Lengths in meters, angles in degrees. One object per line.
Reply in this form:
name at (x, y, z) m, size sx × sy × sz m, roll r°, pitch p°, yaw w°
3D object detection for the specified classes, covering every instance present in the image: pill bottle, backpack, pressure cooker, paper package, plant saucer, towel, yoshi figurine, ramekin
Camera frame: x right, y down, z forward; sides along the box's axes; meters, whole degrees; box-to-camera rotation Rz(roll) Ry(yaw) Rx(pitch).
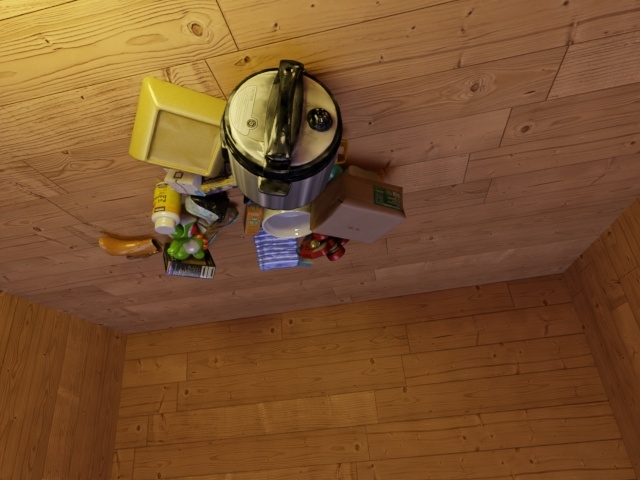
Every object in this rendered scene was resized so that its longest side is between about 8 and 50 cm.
pill bottle at (-0.667, -0.140, 1.788) m, size 0.117 × 0.215 × 0.117 m, roll -5°, pitch 154°, yaw -2°
backpack at (-0.516, -0.164, 1.859) m, size 0.181 × 0.152 × 0.115 m, roll 23°, pitch 135°, yaw -25°
pressure cooker at (-0.117, -0.326, 1.298) m, size 0.375 × 0.370 × 0.420 m, roll -35°, pitch 172°, yaw -15°
paper package at (0.160, -0.133, 1.819) m, size 0.324 × 0.168 × 0.309 m, roll 11°, pitch 154°, yaw -24°
plant saucer at (-0.471, -0.358, 1.436) m, size 0.332 × 0.081 × 0.333 m, roll 10°, pitch 135°, yaw -27°
towel at (-0.248, 0.040, 2.322) m, size 0.242 × 0.040 × 0.336 m, roll -5°, pitch 133°, yaw -3°
yoshi figurine at (-0.707, -0.016, 2.015) m, size 0.202 × 0.204 × 0.362 m, roll 15°, pitch 149°, yaw 28°
ramekin at (-0.148, -0.130, 2.007) m, size 0.276 × 0.135 × 0.277 m, roll -5°, pitch 154°, yaw -2°

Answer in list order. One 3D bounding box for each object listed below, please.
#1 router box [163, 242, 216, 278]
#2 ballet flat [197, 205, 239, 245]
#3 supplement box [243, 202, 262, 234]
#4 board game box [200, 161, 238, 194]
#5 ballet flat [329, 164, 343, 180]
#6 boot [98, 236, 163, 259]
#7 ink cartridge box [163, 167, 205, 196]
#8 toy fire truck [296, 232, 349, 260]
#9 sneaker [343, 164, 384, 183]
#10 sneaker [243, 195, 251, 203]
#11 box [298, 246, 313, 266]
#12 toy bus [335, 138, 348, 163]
router box at (-0.720, 0.108, 2.242) m, size 0.242 × 0.081 × 0.309 m, roll 8°, pitch -166°, yaw -27°
ballet flat at (-0.541, -0.088, 2.066) m, size 0.124 × 0.116 × 0.342 m, roll 33°, pitch 139°, yaw -24°
supplement box at (-0.342, -0.111, 2.077) m, size 0.077 × 0.080 × 0.233 m, roll -1°, pitch 152°, yaw -14°
board game box at (-0.394, -0.269, 1.661) m, size 0.170 × 0.141 × 0.048 m, roll -11°, pitch 154°, yaw 13°
ballet flat at (-0.013, -0.278, 1.812) m, size 0.247 × 0.083 × 0.087 m, roll -25°, pitch 118°, yaw 34°
boot at (-1.008, 0.022, 2.213) m, size 0.211 × 0.104 × 0.295 m, roll -16°, pitch 158°, yaw 10°
ink cartridge box at (-0.566, -0.241, 1.706) m, size 0.179 × 0.060 × 0.104 m, roll 10°, pitch 160°, yaw 22°
toy fire truck at (0.000, 0.000, 2.146) m, size 0.253 × 0.302 × 0.170 m, roll -20°, pitch 115°, yaw 33°
sneaker at (0.174, -0.251, 1.874) m, size 0.255 × 0.094 × 0.151 m, roll 19°, pitch 147°, yaw -36°
sneaker at (-0.280, -0.217, 1.877) m, size 0.082 × 0.069 × 0.209 m, roll 10°, pitch 150°, yaw -37°
box at (-0.166, 0.094, 2.511) m, size 0.244 × 0.101 × 0.060 m, roll 9°, pitch 151°, yaw -27°
toy bus at (0.009, -0.357, 1.593) m, size 0.190 × 0.202 × 0.104 m, roll -34°, pitch 174°, yaw 34°
